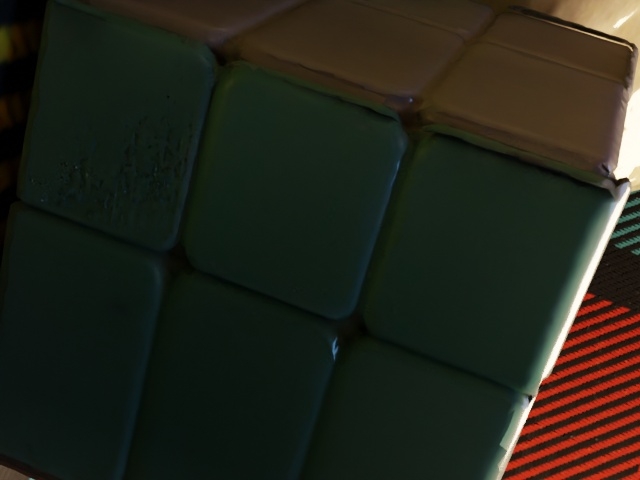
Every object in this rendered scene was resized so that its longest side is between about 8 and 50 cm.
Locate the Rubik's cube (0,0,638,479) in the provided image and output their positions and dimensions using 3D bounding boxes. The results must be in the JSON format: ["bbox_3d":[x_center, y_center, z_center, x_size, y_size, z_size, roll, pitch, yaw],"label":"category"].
[{"bbox_3d":[0.000,0.000,0.511,0.221,0.225,0.231,-52,161,-63],"label":"Rubik's cube"}]

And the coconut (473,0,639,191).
[{"bbox_3d":[0.135,-0.188,0.669,0.329,0.329,0.329,23,90,-81],"label":"coconut"}]
